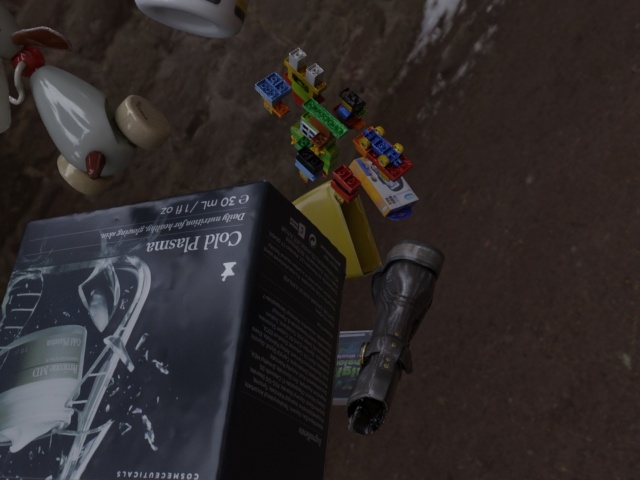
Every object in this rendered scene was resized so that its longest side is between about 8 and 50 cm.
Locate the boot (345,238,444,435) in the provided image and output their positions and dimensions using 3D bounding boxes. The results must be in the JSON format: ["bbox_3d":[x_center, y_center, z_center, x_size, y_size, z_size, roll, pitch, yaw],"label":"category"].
[{"bbox_3d":[0.080,0.138,0.984,0.263,0.091,0.228,91,-162,-66],"label":"boot"}]

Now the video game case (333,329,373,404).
[{"bbox_3d":[0.035,0.261,1.581,0.191,0.022,0.173,-4,46,19],"label":"video game case"}]

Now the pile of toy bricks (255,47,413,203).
[{"bbox_3d":[0.002,-0.119,0.936,0.118,0.212,0.105,-38,-18,-21],"label":"pile of toy bricks"}]

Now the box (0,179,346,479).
[{"bbox_3d":[-0.244,0.205,1.176,0.480,0.297,0.471,-8,61,26],"label":"box"}]

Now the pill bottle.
[{"bbox_3d":[-0.103,-0.292,0.715,0.103,0.103,0.184,-167,92,-77],"label":"pill bottle"}]

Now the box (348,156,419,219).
[{"bbox_3d":[0.122,-0.100,1.422,0.081,0.136,0.028,-21,-22,-39],"label":"box"}]

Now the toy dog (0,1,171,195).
[{"bbox_3d":[-0.377,-0.187,1.056,0.220,0.334,0.161,-61,12,21],"label":"toy dog"}]

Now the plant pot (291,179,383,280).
[{"bbox_3d":[0.000,0.000,1.686,0.187,0.212,0.212,-19,-3,16],"label":"plant pot"}]
